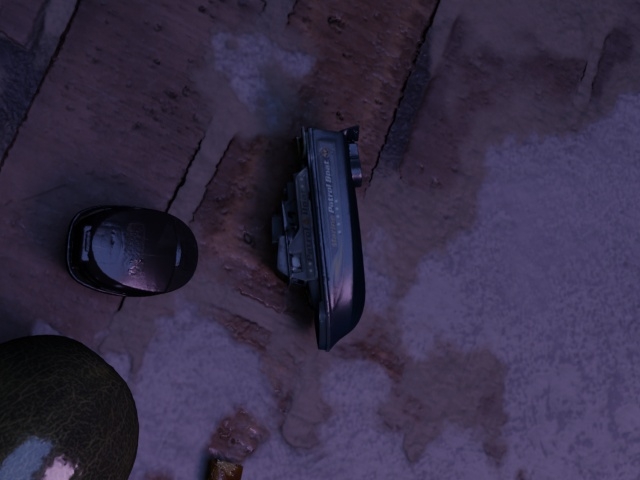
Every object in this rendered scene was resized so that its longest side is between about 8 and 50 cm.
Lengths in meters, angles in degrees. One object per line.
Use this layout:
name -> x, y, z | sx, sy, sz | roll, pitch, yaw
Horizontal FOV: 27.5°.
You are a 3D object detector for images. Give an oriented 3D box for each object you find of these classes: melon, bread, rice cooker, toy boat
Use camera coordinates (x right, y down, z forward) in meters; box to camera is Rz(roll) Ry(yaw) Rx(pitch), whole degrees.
melon -> -0.348, 0.246, 1.459 | 0.301, 0.237, 0.237 | -44, 103, -22
bread -> -0.126, 0.322, 1.668 | 0.047, 0.036, 0.083 | 16, 76, -32
rice cooker -> -0.236, 0.015, 1.615 | 0.165, 0.106, 0.112 | 8, 81, -20
toy boat -> -0.003, -0.001, 1.723 | 0.122, 0.114, 0.296 | -2, 85, -5
